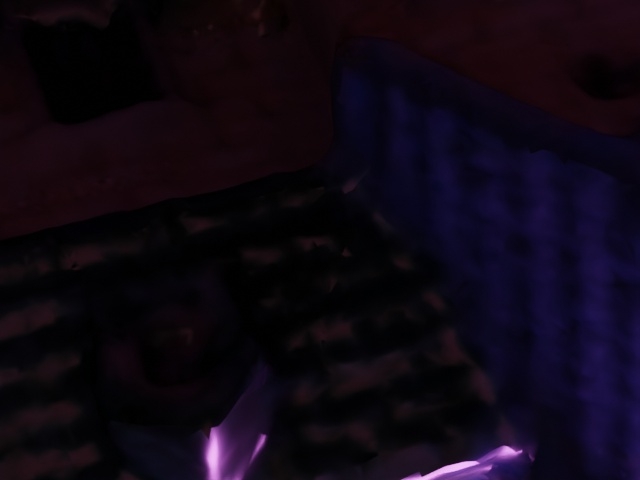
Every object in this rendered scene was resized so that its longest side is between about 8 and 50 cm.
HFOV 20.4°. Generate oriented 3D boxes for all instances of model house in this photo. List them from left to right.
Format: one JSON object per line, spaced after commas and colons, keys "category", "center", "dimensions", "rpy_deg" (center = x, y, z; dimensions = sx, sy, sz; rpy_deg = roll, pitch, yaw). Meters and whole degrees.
{"category": "model house", "center": [0.000, 0.000, 0.742], "dimensions": [0.382, 0.343, 0.335], "rpy_deg": [-13, 133, -7]}
